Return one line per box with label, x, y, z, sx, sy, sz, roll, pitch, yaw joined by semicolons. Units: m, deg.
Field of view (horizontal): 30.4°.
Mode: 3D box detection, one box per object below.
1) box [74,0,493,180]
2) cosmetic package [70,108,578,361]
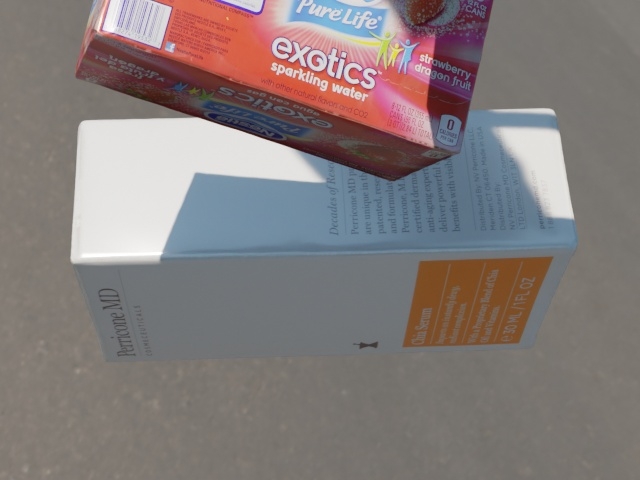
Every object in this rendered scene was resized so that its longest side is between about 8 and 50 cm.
box;-0.025;-0.143;0.814;0.256;0.128;0.122;16;-11;-16
cosmetic package;0.000;0.000;1.168;0.453;0.230;0.162;-2;61;-2
